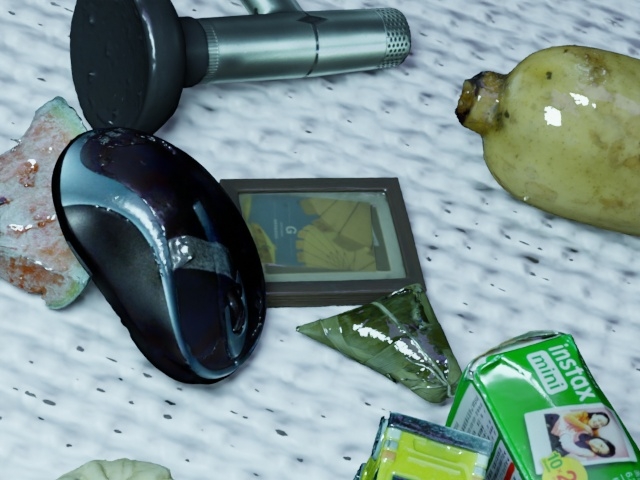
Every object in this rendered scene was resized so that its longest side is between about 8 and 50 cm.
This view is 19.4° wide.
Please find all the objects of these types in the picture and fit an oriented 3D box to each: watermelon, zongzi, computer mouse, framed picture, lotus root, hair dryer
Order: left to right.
[{"bbox_3d":[-0.250,-0.025,1.585,0.139,0.071,0.187,-4,63,-11],"label":"watermelon"},{"bbox_3d":[-0.120,0.003,1.528,0.233,0.096,0.137,56,43,-4],"label":"computer mouse"},{"bbox_3d":[-0.117,-0.218,1.776,0.320,0.156,0.284,-15,37,-40],"label":"hair dryer"},{"bbox_3d":[0.000,0.000,1.661,0.168,0.023,0.128,-1,54,-16],"label":"framed picture"},{"bbox_3d":[0.052,0.101,1.584,0.119,0.055,0.109,-17,61,-13],"label":"zongzi"},{"bbox_3d":[0.262,-0.092,1.720,0.284,0.146,0.160,17,92,-3],"label":"lotus root"}]

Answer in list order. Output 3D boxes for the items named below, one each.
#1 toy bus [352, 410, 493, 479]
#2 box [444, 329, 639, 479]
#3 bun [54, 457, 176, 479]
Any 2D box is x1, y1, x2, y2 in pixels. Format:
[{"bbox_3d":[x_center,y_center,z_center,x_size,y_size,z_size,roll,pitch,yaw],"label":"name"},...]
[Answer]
[{"bbox_3d":[0.063,0.210,1.425,0.088,0.175,0.101,16,58,-3],"label":"toy bus"},{"bbox_3d":[0.187,0.212,1.453,0.103,0.180,0.250,-14,60,-21],"label":"box"},{"bbox_3d":[-0.154,0.243,1.373,0.164,0.111,0.188,35,55,16],"label":"bun"}]
